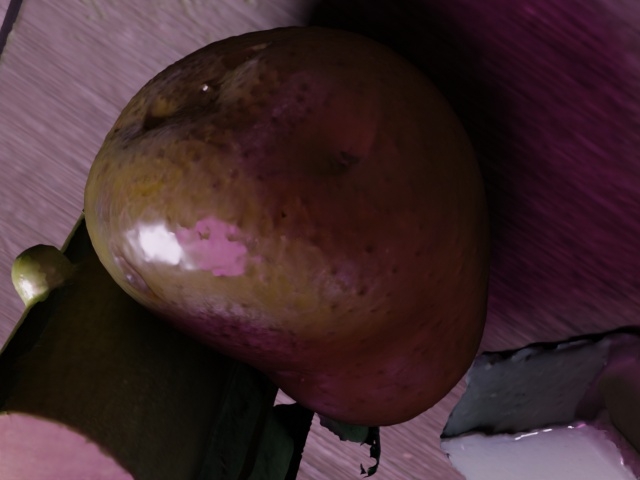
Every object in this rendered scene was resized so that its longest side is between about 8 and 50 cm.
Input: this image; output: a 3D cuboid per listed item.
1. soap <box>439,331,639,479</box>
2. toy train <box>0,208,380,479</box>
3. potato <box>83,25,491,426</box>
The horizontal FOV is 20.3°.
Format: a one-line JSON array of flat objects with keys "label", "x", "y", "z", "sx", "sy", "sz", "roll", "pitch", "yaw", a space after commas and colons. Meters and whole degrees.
[{"label": "soap", "x": 0.156, "y": 0.134, "z": 0.859, "sx": 0.198, "sy": 0.063, "sz": 0.115, "roll": 46, "pitch": 146, "yaw": -20}, {"label": "toy train", "x": -0.060, "y": 0.075, "z": 0.794, "sx": 0.126, "sy": 0.307, "sz": 0.189, "roll": -16, "pitch": 111, "yaw": 14}, {"label": "potato", "x": 0.000, "y": 0.000, "z": 0.739, "sx": 0.157, "sy": 0.157, "sz": 0.194, "roll": -2, "pitch": 138, "yaw": 41}]
